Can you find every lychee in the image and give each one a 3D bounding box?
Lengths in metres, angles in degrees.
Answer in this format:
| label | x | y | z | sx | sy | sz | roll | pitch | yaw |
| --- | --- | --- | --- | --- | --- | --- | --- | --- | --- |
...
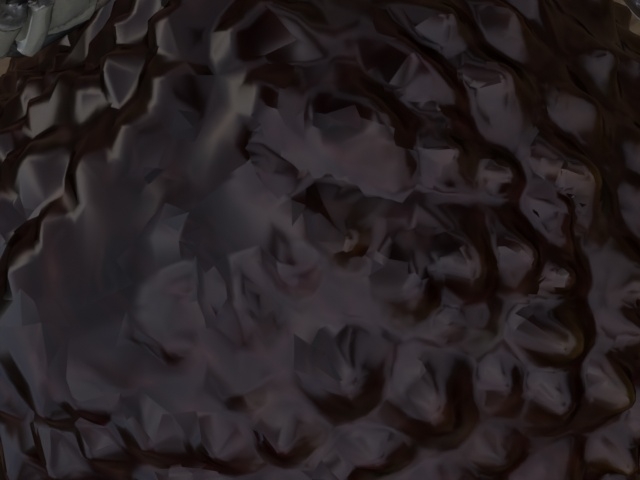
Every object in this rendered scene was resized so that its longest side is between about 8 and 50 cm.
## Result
| label | x | y | z | sx | sy | sz | roll | pitch | yaw |
| --- | --- | --- | --- | --- | --- | --- | --- | --- | --- |
| lychee | 0.000 | 0.000 | 0.690 | 0.306 | 0.306 | 0.330 | -38 | 103 | 20 |

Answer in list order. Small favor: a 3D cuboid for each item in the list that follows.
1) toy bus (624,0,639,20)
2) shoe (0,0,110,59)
| label | x | y | z | sx | sy | sz | roll | pitch | yaw |
| --- | --- | --- | --- | --- | --- | --- | --- | --- | --- |
| toy bus | 0.217 | -0.154 | 0.966 | 0.123 | 0.060 | 0.075 | -17 | 127 | -14 |
| shoe | -0.080 | -0.096 | 0.431 | 0.089 | 0.180 | 0.092 | 39 | 100 | 0 |
